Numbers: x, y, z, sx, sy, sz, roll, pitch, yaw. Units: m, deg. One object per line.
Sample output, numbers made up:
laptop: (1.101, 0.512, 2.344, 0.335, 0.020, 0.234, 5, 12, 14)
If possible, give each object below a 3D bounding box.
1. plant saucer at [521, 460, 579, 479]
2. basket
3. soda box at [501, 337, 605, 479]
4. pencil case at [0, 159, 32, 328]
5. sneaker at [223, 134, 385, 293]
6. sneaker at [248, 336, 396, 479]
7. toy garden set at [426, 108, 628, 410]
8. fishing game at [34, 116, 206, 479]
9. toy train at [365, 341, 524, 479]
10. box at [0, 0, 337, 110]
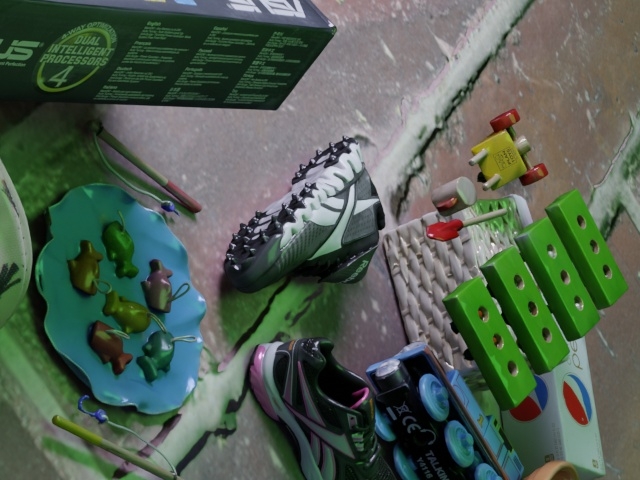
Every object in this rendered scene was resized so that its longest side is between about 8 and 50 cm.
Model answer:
plant saucer: (0.185, 0.291, 1.591, 0.200, 0.037, 0.200, 9, 90, -67)
basket: (0.141, 0.050, 1.665, 0.103, 0.113, 0.167, 1, 70, -52)
soda box: (0.219, 0.132, 1.767, 0.074, 0.069, 0.216, 23, 53, -46)
pencil case: (-0.343, 0.021, 0.955, 0.184, 0.160, 0.410, 60, 32, 5)
sneaker: (0.000, 0.000, 1.525, 0.106, 0.078, 0.234, 57, 32, -11)
sneaker: (0.017, 0.151, 1.462, 0.178, 0.077, 0.072, 52, 37, -23)
toy garden set: (0.161, 0.011, 1.586, 0.244, 0.049, 0.204, -36, 100, -50)
fishing game: (-0.140, 0.039, 1.340, 0.189, 0.041, 0.264, 40, 42, -40)
toy train: (0.108, 0.171, 1.583, 0.184, 0.080, 0.105, 58, 26, -14)
box: (-0.212, -0.225, 1.234, 0.318, 0.097, 0.395, 51, 27, 22)
